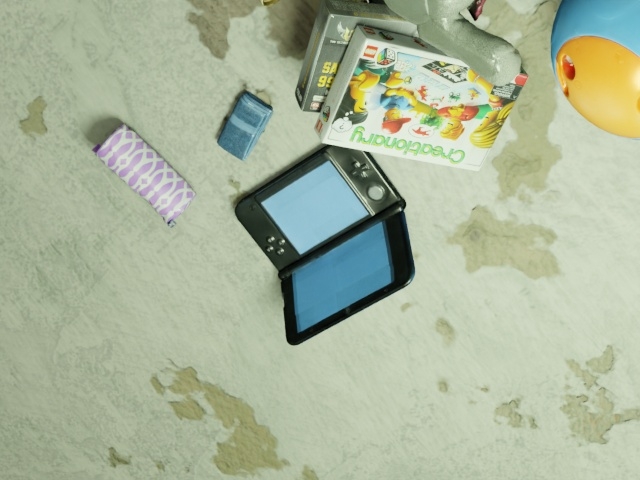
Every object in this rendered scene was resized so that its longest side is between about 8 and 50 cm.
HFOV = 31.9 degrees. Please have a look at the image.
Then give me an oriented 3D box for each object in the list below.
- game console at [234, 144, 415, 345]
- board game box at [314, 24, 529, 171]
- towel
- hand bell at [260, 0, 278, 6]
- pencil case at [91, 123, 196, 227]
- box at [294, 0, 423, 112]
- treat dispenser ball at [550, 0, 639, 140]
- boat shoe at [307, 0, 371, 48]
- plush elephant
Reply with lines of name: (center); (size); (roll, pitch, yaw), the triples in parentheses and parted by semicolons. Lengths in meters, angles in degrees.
game console: (0.000, 0.000, 1.991); (0.293, 0.173, 0.250); (-31, 105, 27)
board game box: (0.164, -0.225, 1.811); (0.305, 0.053, 0.193); (8, 125, -25)
towel: (-0.136, -0.204, 2.007); (0.067, 0.029, 0.119); (32, 121, -1)
hand bell: (-0.147, -0.503, 1.827); (0.242, 0.126, 0.126); (38, 121, 8)
pencil case: (-0.324, -0.121, 2.076); (0.206, 0.086, 0.088); (47, 143, -9)
box: (0.091, -0.289, 1.809); (0.231, 0.056, 0.183); (2, 131, -21)
treat dispenser ball: (0.483, -0.290, 1.636); (0.288, 0.288, 0.288); (7, 118, 13)
boat shoe: (0.040, -0.427, 1.799); (0.098, 0.109, 0.302); (16, 125, 6)
plush elephant: (0.208, -0.426, 1.651); (0.330, 0.255, 0.272); (21, 145, 32)
